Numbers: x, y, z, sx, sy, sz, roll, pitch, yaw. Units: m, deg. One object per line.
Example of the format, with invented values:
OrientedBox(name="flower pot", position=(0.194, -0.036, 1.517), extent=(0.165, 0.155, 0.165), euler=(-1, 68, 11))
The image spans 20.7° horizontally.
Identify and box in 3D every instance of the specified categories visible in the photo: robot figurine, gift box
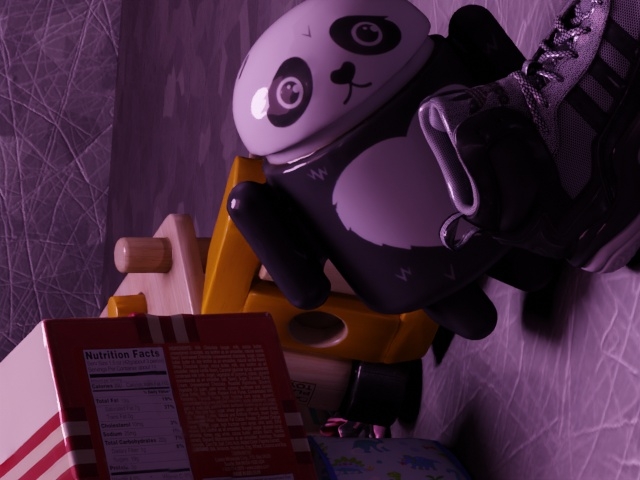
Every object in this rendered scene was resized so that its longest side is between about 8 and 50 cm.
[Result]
OrientedBox(name="robot figurine", position=(0.057, -0.057, 1.308), extent=(0.173, 0.278, 0.209), euler=(-23, 21, 42))
OrientedBox(name="gift box", position=(-0.168, 0.227, 1.442), extent=(0.258, 0.255, 0.276), euler=(-39, 55, 48))

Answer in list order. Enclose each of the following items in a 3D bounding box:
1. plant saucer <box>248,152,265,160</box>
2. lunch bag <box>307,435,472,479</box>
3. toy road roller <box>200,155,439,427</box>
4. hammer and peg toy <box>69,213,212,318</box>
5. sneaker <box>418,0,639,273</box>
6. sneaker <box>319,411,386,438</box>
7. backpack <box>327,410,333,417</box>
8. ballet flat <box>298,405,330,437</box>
OrientedBox(name="plant saucer", position=(-0.042, -0.047, 1.871), extent=(0.278, 0.041, 0.278), euler=(3, -90, -84))
OrientedBox(name="lunch bag", position=(0.060, 0.226, 1.461), extent=(0.151, 0.129, 0.096), euler=(-144, 58, -69))
OrientedBox(name="toy road roller", position=(0.000, 0.000, 1.598), extent=(0.329, 0.202, 0.240), euler=(110, 167, -51))
OrientedBox(name="hammer and peg toy", position=(-0.156, 0.188, 1.769), extent=(0.266, 0.127, 0.361), euler=(-49, 47, 52))
OrientedBox(name="sneaker", position=(0.151, -0.109, 1.145), extent=(0.101, 0.153, 0.268), euler=(-130, 45, -67))
OrientedBox(name="sneaker", position=(0.025, 0.181, 1.726), extent=(0.119, 0.057, 0.047), euler=(-152, 63, -74))
OrientedBox(name="backpack", position=(-0.054, 0.172, 1.887), extent=(0.182, 0.152, 0.115), euler=(-54, 40, 42))
OrientedBox(name="ballet flat", position=(-0.016, 0.284, 1.801), extent=(0.086, 0.086, 0.248), euler=(-124, 31, -64))
